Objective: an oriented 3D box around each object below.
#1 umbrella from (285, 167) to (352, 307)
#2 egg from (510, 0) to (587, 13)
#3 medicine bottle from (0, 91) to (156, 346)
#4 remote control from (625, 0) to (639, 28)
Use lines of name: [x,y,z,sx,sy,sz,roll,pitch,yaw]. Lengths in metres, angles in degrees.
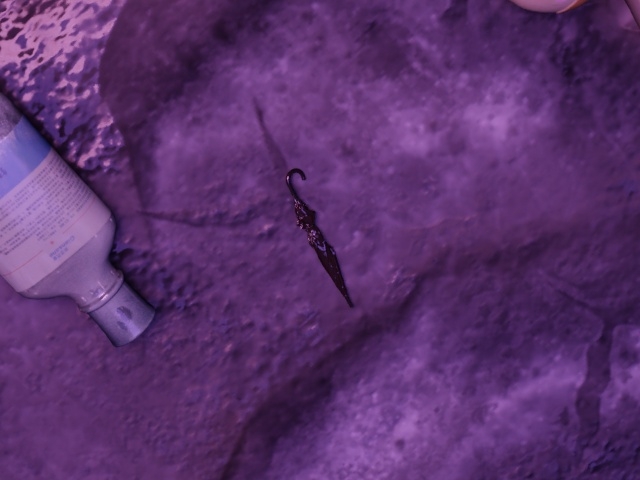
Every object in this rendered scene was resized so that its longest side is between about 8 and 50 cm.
umbrella: [-0.002,0.001,1.143,0.022,0.013,0.122,-31,111,-24]
egg: [0.166,-0.197,1.081,0.083,0.071,0.071,14,104,-17]
medicine bottle: [-0.199,-0.009,1.076,0.090,0.054,0.208,-40,113,1]
remote control: [0.202,-0.267,1.043,0.055,0.109,0.313,-21,115,15]
